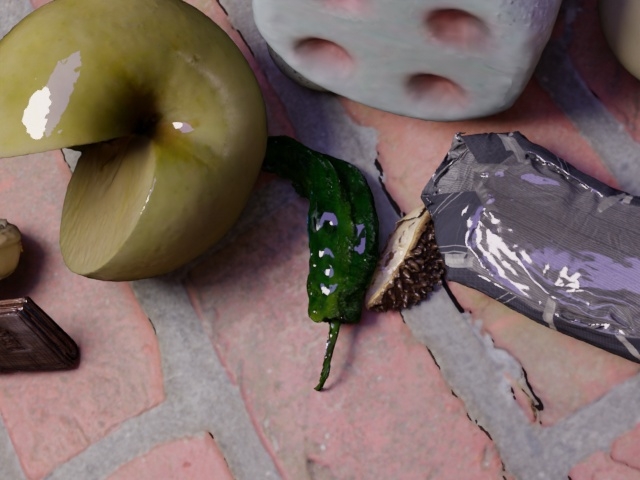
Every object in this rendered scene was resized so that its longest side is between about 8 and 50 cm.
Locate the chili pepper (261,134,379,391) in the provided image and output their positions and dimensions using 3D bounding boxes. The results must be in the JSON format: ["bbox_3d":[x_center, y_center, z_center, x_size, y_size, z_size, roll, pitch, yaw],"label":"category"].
[{"bbox_3d":[0.000,0.000,1.152,0.122,0.065,0.278,-30,60,32],"label":"chili pepper"}]

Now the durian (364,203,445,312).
[{"bbox_3d":[0.092,0.022,1.140,0.130,0.052,0.066,-57,27,-9],"label":"durian"}]

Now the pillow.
[{"bbox_3d":[0.240,0.008,1.058,0.335,0.092,0.161,25,77,24],"label":"pillow"}]

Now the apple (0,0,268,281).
[{"bbox_3d":[-0.201,-0.105,1.136,0.254,0.292,0.292,8,70,64],"label":"apple"}]

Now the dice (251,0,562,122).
[{"bbox_3d":[0.098,-0.287,1.065,0.268,0.262,0.264,19,68,3],"label":"dice"}]

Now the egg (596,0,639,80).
[{"bbox_3d":[0.360,-0.251,1.050,0.189,0.188,0.253,27,73,24],"label":"egg"}]

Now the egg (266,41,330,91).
[{"bbox_3d":[-0.008,-0.204,1.210,0.085,0.085,0.110,-42,70,2],"label":"egg"}]

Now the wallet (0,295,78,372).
[{"bbox_3d":[-0.385,0.104,1.216,0.230,0.124,0.042,-3,55,18],"label":"wallet"}]

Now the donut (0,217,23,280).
[{"bbox_3d":[-0.403,0.022,1.231,0.175,0.174,0.068,-8,98,16],"label":"donut"}]
